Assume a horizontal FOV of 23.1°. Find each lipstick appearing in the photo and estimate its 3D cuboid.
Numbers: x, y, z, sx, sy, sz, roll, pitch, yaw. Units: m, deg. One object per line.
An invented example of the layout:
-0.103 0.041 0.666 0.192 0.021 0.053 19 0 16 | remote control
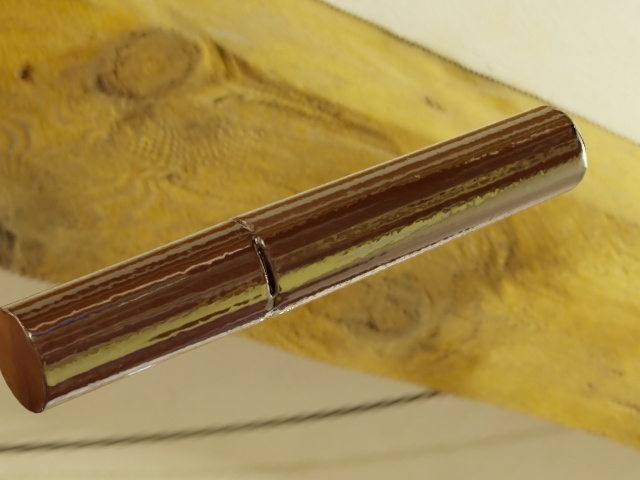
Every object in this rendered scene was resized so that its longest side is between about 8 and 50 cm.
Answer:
0.000 0.000 0.810 0.356 0.057 0.057 -22 -41 -33 | lipstick
